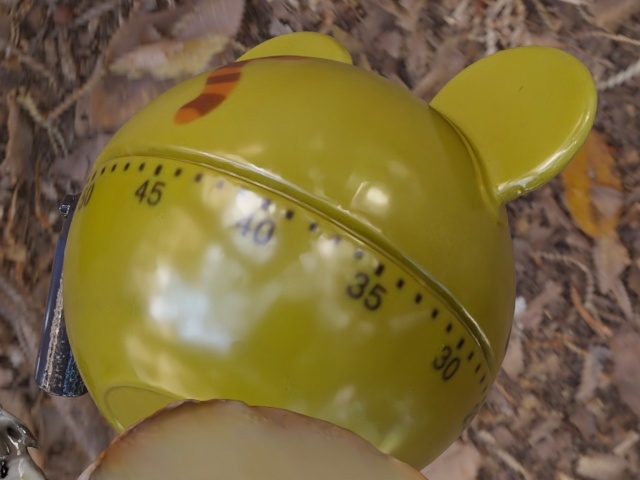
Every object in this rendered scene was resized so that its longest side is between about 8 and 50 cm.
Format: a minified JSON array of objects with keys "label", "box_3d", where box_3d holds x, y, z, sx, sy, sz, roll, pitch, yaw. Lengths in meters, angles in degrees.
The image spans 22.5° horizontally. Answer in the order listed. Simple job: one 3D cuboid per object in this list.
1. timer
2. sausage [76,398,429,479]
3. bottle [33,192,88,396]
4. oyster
[{"label":"timer","box_3d":[0.000,0.000,1.215,0.376,0.376,0.387,37,65,-17]},{"label":"sausage","box_3d":[-0.067,0.237,0.668,0.233,0.233,0.287,28,125,-15]},{"label":"bottle","box_3d":[-0.266,0.060,1.799,0.082,0.072,0.244,13,118,0]},{"label":"oyster","box_3d":[-0.260,0.204,1.330,0.061,0.106,0.200,-35,87,20]}]
